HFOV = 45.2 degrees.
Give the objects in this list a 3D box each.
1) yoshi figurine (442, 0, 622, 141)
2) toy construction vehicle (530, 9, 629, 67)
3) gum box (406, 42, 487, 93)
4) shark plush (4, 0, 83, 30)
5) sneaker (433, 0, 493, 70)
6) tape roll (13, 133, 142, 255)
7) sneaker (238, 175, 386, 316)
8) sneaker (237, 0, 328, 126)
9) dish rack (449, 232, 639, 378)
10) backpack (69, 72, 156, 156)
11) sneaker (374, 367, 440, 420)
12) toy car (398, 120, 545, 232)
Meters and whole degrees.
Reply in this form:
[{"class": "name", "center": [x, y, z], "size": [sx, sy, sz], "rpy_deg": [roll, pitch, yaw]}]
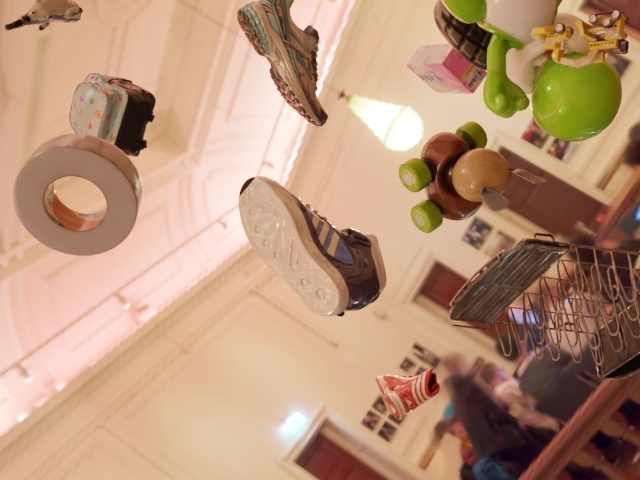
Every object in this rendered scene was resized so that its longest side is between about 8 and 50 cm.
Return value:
[{"class": "yoshi figurine", "center": [0.265, -0.252, 0.930], "size": [0.362, 0.204, 0.203], "rpy_deg": [40, -119, -37]}, {"class": "toy construction vehicle", "center": [0.277, -0.206, 0.801], "size": [0.086, 0.098, 0.035], "rpy_deg": [1, -90, -50]}, {"class": "gum box", "center": [0.290, -0.400, 1.794], "size": [0.062, 0.107, 0.188], "rpy_deg": [-54, 23, -3]}, {"class": "shark plush", "center": [-0.534, -0.432, 1.506], "size": [0.161, 0.073, 0.067], "rpy_deg": [-47, -1, -36]}, {"class": "sneaker", "center": [0.277, -0.293, 1.184], "size": [0.101, 0.267, 0.106], "rpy_deg": [-64, 20, 3]}, {"class": "tape roll", "center": [-0.440, -0.082, 1.406], "size": [0.072, 0.219, 0.219], "rpy_deg": [-93, 26, -60]}, {"class": "sneaker", "center": [0.001, 0.000, 1.530], "size": [0.130, 0.322, 0.236], "rpy_deg": [-46, -17, 32]}, {"class": "sneaker", "center": [-0.041, -0.353, 1.500], "size": [0.122, 0.283, 0.110], "rpy_deg": [-35, 30, -6]}, {"class": "dish rack", "center": [0.296, 0.079, 0.888], "size": [0.208, 0.272, 0.074], "rpy_deg": [119, 154, -50]}, {"class": "backpack", "center": [-0.477, -0.287, 1.722], "size": [0.144, 0.188, 0.165], "rpy_deg": [1, -63, -40]}, {"class": "sneaker", "center": [0.205, 0.339, 1.750], "size": [0.128, 0.087, 0.221], "rpy_deg": [-24, 9, -3]}, {"class": "toy car", "center": [0.244, -0.085, 1.174], "size": [0.155, 0.188, 0.148], "rpy_deg": [-34, -59, -23]}]
